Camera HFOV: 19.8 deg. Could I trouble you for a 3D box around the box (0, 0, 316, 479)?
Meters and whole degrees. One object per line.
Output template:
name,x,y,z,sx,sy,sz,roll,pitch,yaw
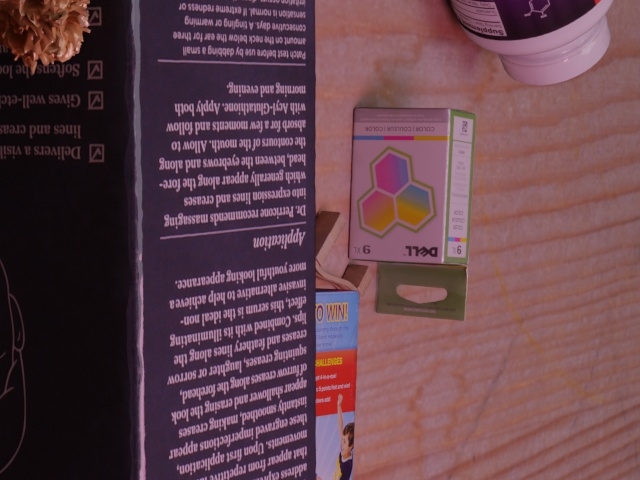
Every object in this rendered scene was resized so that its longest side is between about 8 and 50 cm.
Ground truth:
box,-0.176,0.012,1.224,0.212,0.293,0.395,-7,98,-58

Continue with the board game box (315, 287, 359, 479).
board game box,-0.083,0.193,1.586,0.308,0.086,0.302,1,91,-58

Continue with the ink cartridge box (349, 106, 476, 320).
ink cartridge box,0.090,-0.027,1.829,0.062,0.109,0.209,1,91,-58

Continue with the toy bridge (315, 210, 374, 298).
toy bridge,0.000,0.000,1.763,0.063,0.026,0.188,-62,140,-32

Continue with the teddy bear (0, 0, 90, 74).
teddy bear,-0.233,-0.173,1.007,0.245,0.113,0.338,5,91,-15

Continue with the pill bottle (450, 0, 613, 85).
pill bottle,0.204,-0.323,1.924,0.181,0.181,0.323,-62,140,-35
